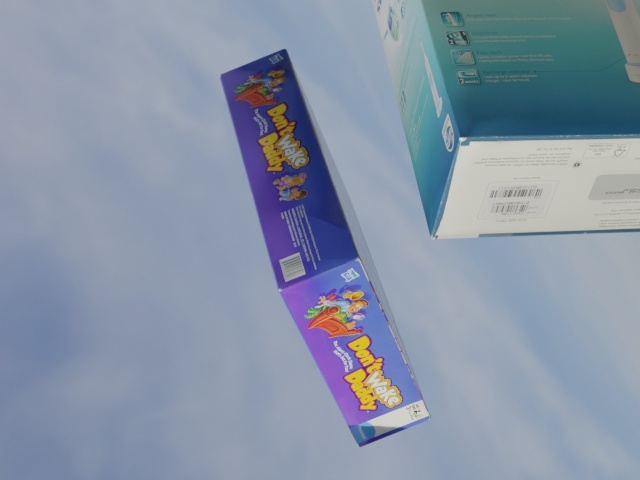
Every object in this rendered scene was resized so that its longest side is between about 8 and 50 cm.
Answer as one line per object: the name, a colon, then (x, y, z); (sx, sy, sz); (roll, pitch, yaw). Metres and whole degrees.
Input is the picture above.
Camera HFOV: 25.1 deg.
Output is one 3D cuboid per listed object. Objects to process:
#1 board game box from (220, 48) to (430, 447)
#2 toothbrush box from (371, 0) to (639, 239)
board game box: (0.000, 0.000, 1.439); (0.347, 0.078, 0.233); (-108, -5, -48)
toothbrush box: (0.177, -0.153, 1.209); (0.126, 0.216, 0.295); (102, 161, -51)
